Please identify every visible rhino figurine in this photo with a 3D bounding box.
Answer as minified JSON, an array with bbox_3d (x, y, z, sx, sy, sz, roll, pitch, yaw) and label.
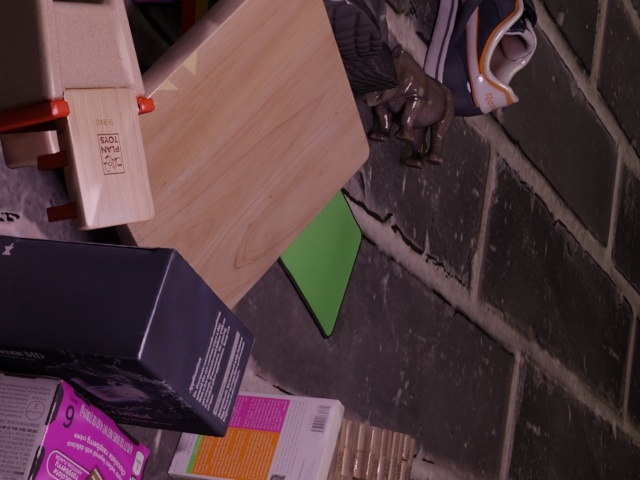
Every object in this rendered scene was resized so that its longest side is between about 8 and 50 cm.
[{"bbox_3d":[0.094,-0.166,1.833,0.243,0.073,0.106,32,68,-61],"label":"rhino figurine"}]

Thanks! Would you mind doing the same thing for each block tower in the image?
[{"bbox_3d":[0.005,0.233,1.658,0.335,0.091,0.097,31,65,-64],"label":"block tower"}]

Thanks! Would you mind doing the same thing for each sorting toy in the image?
[{"bbox_3d":[-0.094,-0.088,1.329,0.257,0.089,0.255,-48,143,-23],"label":"sorting toy"}]

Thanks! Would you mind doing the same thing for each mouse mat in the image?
[{"bbox_3d":[0.000,0.000,1.723,0.189,0.007,0.152,61,40,-48],"label":"mouse mat"}]

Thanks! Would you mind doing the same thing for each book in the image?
[{"bbox_3d":[-0.058,0.186,1.446,0.035,0.144,0.096,57,43,-53],"label":"book"}]

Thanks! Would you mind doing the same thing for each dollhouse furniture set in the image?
[{"bbox_3d":[-0.231,-0.060,0.894,0.262,0.259,0.135,-13,95,-63],"label":"dollhouse furniture set"}]

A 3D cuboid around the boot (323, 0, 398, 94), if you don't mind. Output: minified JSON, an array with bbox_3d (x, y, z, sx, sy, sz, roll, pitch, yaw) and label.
[{"bbox_3d":[-0.002,-0.273,1.524,0.338,0.118,0.222,42,41,-82],"label":"boot"}]

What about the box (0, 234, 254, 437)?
[{"bbox_3d":[-0.158,0.074,1.197,0.158,0.156,0.093,54,46,-54],"label":"box"}]

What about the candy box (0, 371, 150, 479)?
[{"bbox_3d":[-0.219,0.236,1.183,0.159,0.071,0.233,53,46,-56],"label":"candy box"}]

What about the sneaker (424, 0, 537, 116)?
[{"bbox_3d":[0.223,-0.308,2.042,0.126,0.127,0.321,37,58,-60],"label":"sneaker"}]

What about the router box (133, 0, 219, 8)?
[{"bbox_3d":[-0.105,-0.274,1.407,0.179,0.046,0.133,-10,102,-65],"label":"router box"}]
